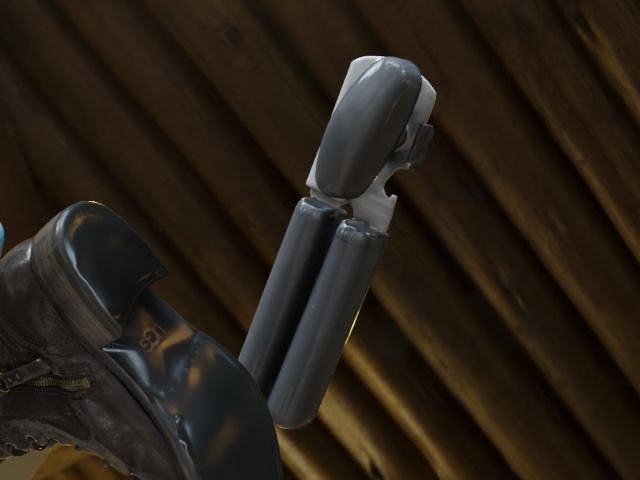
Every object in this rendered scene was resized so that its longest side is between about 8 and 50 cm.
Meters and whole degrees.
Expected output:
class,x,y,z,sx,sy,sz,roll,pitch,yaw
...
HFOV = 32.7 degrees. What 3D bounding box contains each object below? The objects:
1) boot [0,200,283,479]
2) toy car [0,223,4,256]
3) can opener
class,x,y,z,sx,sy,sz,roll,pitch,yaw
boot,-0.166,0.110,0.679,0.229,0.091,0.263,-26,-80,30
toy car,-0.352,0.103,0.799,0.210,0.238,0.219,14,-67,-14
can opener,0.000,0.000,0.765,0.074,0.093,0.280,30,-71,31
